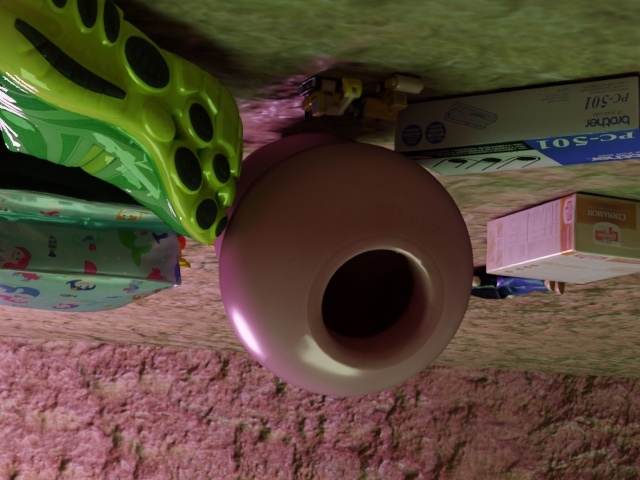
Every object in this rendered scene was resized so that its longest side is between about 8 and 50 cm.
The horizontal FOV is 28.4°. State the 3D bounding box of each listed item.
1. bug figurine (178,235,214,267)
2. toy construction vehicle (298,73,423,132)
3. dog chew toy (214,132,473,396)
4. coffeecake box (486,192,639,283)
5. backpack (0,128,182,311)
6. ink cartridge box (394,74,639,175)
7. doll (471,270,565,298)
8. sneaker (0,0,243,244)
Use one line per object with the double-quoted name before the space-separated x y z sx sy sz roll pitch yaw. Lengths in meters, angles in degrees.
"bug figurine" -0.121 -0.014 1.463 0.279 0.072 0.216 3 165 18
"toy construction vehicle" 0.031 -0.108 1.014 0.086 0.035 0.098 8 168 -28
"dog chew toy" 0.000 0.000 1.097 0.207 0.206 0.332 5 -165 -17
"coffeecake box" 0.300 0.001 1.462 0.142 0.068 0.185 7 169 -23
"backpack" -0.227 -0.035 1.091 0.225 0.191 0.253 6 174 -28
"ink cartridge box" 0.175 -0.091 1.044 0.207 0.046 0.097 -4 169 30
"doll" 0.265 0.065 1.883 0.189 0.046 0.129 -4 167 30
"sneaker" -0.154 -0.095 0.909 0.123 0.109 0.295 6 156 34
